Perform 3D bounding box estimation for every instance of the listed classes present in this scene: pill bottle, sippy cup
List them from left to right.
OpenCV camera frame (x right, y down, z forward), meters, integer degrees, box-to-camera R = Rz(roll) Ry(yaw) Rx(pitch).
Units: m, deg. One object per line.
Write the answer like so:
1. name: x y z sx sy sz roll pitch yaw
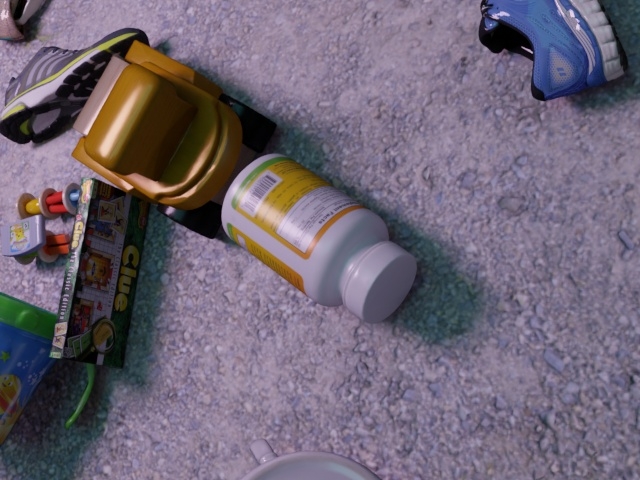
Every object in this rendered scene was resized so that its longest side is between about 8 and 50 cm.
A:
1. sippy cup: -0.504 0.181 1.373 0.306 0.240 0.224 17 80 27
2. pill bottle: 0.000 0.000 1.217 0.246 0.136 0.136 35 95 31

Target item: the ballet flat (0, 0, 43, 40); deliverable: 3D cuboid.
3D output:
1. ballet flat: -0.515 -0.496 1.664 0.106 0.107 0.315 15 89 11

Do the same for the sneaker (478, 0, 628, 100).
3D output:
1. sneaker: 0.246 -0.318 1.174 0.147 0.130 0.329 -27 66 17

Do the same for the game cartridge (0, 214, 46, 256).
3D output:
1. game cartridge: -0.465 -0.004 1.477 0.083 0.017 0.055 -16 75 23

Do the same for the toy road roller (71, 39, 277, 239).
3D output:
1. toy road roller: -0.247 -0.166 1.334 0.330 0.241 0.202 31 92 31

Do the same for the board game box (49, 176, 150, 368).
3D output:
1. board game box: -0.317 0.050 1.377 0.030 0.136 0.259 2 78 25

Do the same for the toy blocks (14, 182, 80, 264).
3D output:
1. toy blocks: -0.414 -0.028 1.497 0.148 0.054 0.123 -9 72 26

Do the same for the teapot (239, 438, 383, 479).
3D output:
1. teapot: -0.012 0.378 1.105 0.253 0.187 0.256 17 58 12

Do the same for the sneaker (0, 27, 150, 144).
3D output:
1. sneaker: -0.408 -0.275 1.532 0.300 0.111 0.121 -24 62 19
